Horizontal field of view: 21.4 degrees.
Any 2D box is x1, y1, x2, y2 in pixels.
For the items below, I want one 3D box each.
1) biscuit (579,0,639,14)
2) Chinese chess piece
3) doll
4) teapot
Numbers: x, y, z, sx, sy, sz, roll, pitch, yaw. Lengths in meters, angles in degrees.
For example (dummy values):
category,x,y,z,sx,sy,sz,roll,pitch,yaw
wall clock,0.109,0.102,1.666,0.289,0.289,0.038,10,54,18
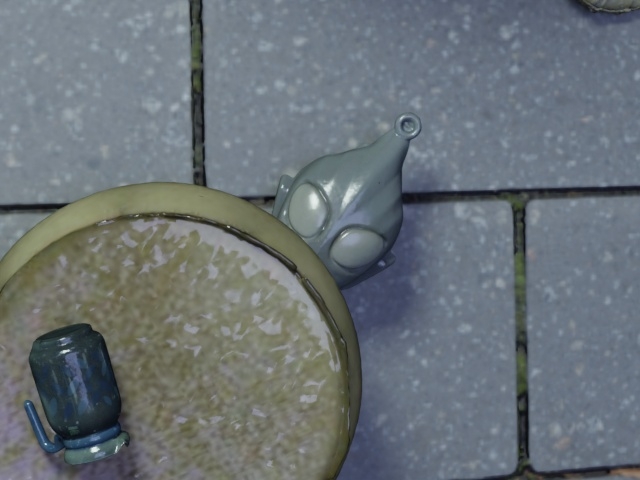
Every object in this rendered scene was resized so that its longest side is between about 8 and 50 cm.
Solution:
category,x,y,z,sx,sy,sz,roll,pitch,yaw
biscuit,0.242,-0.242,1.286,0.152,0.020,0.152,-14,124,-21
Chinese chess piece,-0.106,0.095,1.137,0.270,0.112,0.270,0,97,-3
doll,0.000,0.000,1.221,0.102,0.075,0.227,40,92,-6
teapot,-0.158,0.098,1.055,0.063,0.049,0.083,-14,98,1
